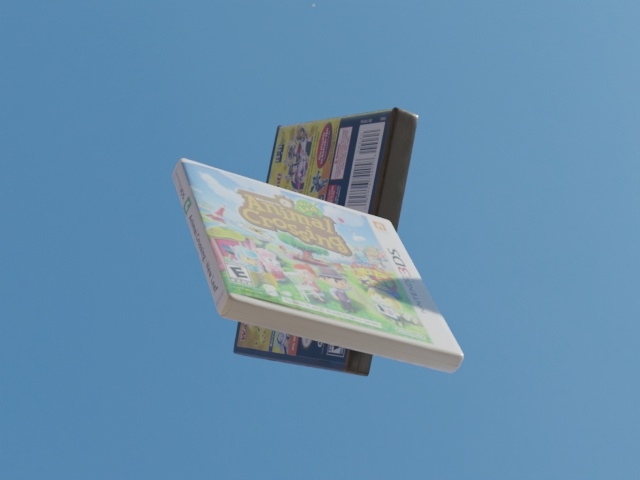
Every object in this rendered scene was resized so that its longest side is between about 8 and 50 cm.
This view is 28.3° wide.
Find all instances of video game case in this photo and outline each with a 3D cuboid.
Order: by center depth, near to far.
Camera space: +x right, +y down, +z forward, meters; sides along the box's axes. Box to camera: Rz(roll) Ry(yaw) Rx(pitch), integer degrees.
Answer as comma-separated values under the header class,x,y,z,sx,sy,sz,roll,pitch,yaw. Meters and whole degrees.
class,x,y,z,sx,sy,sz,roll,pitch,yaw
video game case,-0.005,0.018,1.018,0.212,0.193,0.023,16,-62,-28
video game case,0.000,0.000,1.377,0.035,0.248,0.274,15,-97,-31
